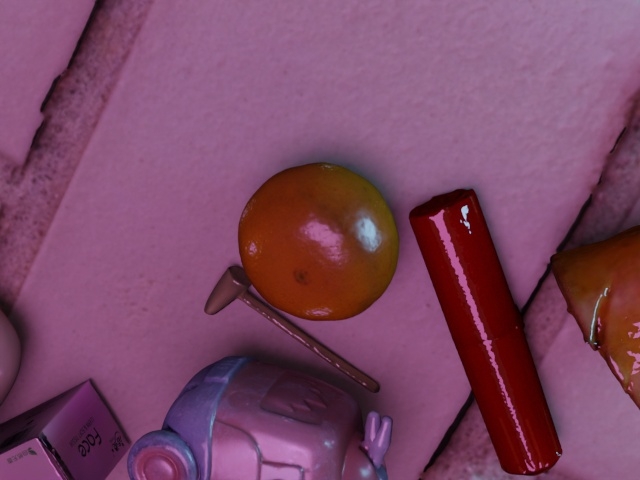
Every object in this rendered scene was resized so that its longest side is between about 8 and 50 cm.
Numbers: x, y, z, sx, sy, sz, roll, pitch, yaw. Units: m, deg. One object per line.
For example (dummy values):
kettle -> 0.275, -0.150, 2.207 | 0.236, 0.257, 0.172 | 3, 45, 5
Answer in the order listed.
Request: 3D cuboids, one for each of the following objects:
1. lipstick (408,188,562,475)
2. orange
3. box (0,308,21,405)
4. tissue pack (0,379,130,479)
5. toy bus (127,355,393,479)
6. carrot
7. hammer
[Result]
lipstick -> 0.161, 0.091, 1.549 | 0.073, 0.073, 0.279 | -16, 103, 17
orange -> 0.000, 0.000, 1.530 | 0.156, 0.124, 0.156 | 11, 126, 16
box -> -0.395, 0.139, 1.669 | 0.146, 0.088, 0.200 | 47, 109, 17
tissue pack -> -0.334, 0.253, 1.674 | 0.246, 0.148, 0.092 | -28, 100, 21
toy bus -> -0.049, 0.264, 1.575 | 0.232, 0.197, 0.294 | 8, 107, 15
carrot -> 0.357, 0.032, 1.433 | 0.254, 0.196, 0.196 | -31, 98, 12
hammer -> -0.027, 0.104, 1.620 | 0.195, 0.028, 0.060 | 36, 117, -1
